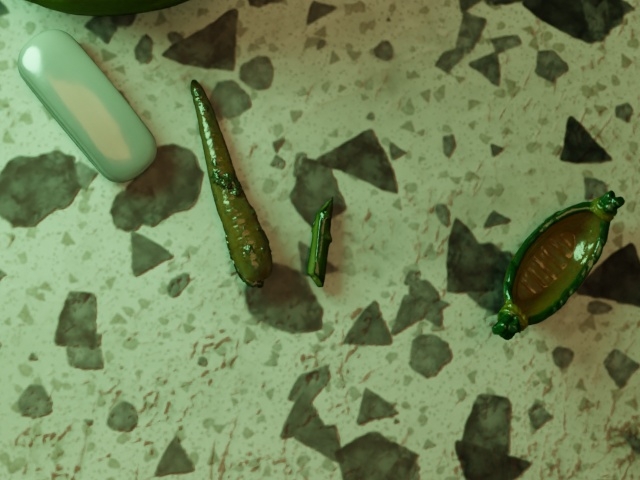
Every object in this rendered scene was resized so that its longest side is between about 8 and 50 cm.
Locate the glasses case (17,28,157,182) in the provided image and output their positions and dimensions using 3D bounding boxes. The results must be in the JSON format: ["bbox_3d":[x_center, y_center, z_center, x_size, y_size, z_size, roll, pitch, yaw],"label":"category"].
[{"bbox_3d":[-0.262,-0.151,1.616,0.074,0.049,0.193,-41,95,-13],"label":"glasses case"}]

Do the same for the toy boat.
[{"bbox_3d":[0.274,0.031,1.699,0.089,0.088,0.229,43,77,-7],"label":"toy boat"}]

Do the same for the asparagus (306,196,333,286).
[{"bbox_3d":[0.001,0.000,1.675,0.021,0.025,0.108,14,78,-31],"label":"asparagus"}]

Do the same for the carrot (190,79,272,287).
[{"bbox_3d":[-0.107,-0.067,1.651,0.049,0.049,0.254,-18,84,-13],"label":"carrot"}]

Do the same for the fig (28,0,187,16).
[{"bbox_3d":[-0.226,-0.372,1.532,0.316,0.316,0.316,1,85,-12],"label":"fig"}]
